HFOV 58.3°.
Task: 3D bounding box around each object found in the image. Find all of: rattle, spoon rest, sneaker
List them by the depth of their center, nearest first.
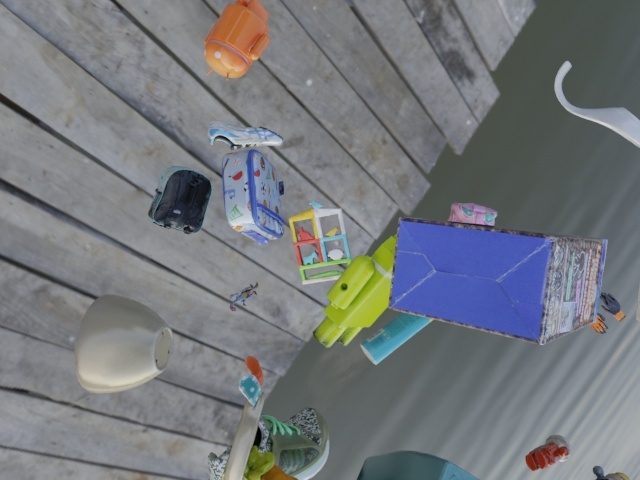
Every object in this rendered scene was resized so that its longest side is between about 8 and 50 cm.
[{"bbox_3d":[-0.070,0.290,0.862,0.130,0.142,0.200,21,86,-74],"label":"rattle"},{"bbox_3d":[-0.103,0.432,1.218,0.410,0.158,0.182,-27,110,-63],"label":"sneaker"},{"bbox_3d":[0.657,-0.303,1.354,0.084,0.276,0.137,-48,163,24],"label":"spoon rest"},{"bbox_3d":[-0.238,-0.320,1.810,0.237,0.085,0.086,7,84,-10],"label":"sneaker"}]

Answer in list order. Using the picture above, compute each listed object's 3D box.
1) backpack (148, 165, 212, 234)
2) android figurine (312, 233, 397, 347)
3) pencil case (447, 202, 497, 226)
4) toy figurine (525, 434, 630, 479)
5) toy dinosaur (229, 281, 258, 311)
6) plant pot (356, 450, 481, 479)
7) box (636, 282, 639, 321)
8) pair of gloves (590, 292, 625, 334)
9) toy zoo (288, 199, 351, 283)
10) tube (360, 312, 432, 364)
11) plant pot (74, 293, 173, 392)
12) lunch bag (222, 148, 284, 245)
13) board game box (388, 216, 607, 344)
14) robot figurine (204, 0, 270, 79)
[{"bbox_3d":[-0.424,-0.133,1.752,0.166,0.144,0.188,17,102,-30],"label":"backpack"},{"bbox_3d":[0.101,0.078,1.033,0.273,0.056,0.248,-52,157,11],"label":"android figurine"},{"bbox_3d":[0.359,0.047,1.450,0.124,0.124,0.284,5,101,-43],"label":"pencil case"},{"bbox_3d":[0.547,0.563,1.266,0.148,0.209,0.213,0,107,-45],"label":"toy figurine"},{"bbox_3d":[-0.208,0.158,1.556,0.082,0.047,0.090,-38,172,19],"label":"toy dinosaur"},{"bbox_3d":[0.139,0.380,0.754,0.165,0.165,0.234,-58,179,-34],"label":"plant pot"},{"bbox_3d":[0.940,0.136,1.446,0.232,0.127,0.149,-15,115,-14],"label":"box"},{"bbox_3d":[0.620,0.160,1.256,0.083,0.074,0.010,-39,178,-3],"label":"pair of gloves"},{"bbox_3d":[0.000,0.000,2.034,0.192,0.030,0.293,-10,101,10],"label":"toy zoo"},{"bbox_3d":[0.177,0.172,1.180,0.207,0.080,0.052,-36,121,-9],"label":"tube"},{"bbox_3d":[-0.536,0.301,1.644,0.284,0.191,0.284,3,90,-79],"label":"plant pot"},{"bbox_3d":[-0.184,-0.116,1.655,0.303,0.115,0.243,35,46,-75],"label":"lunch bag"},{"bbox_3d":[0.283,0.050,0.894,0.291,0.232,0.141,1,97,-53],"label":"board game box"},{"bbox_3d":[-0.216,-0.515,1.477,0.158,0.128,0.219,28,86,-8],"label":"robot figurine"}]
